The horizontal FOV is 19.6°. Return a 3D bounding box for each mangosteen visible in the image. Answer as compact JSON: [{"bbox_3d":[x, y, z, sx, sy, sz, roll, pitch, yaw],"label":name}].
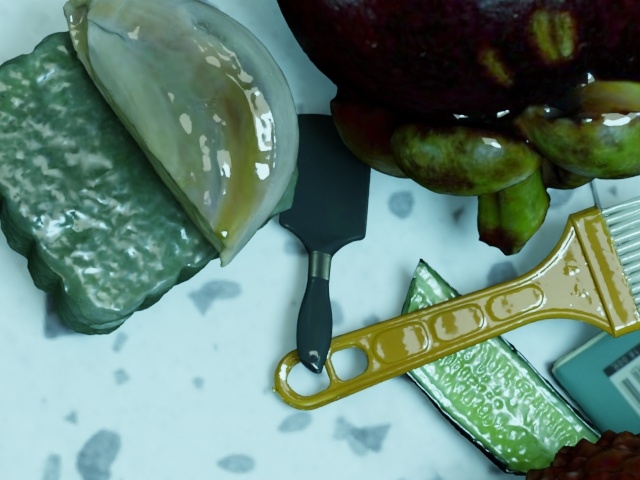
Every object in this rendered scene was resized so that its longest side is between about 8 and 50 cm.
[{"bbox_3d":[0.116,-0.163,1.198,0.307,0.307,0.347,-4,89,-14],"label":"mangosteen"}]

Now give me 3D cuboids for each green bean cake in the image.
[{"bbox_3d":[-0.131,-0.053,1.224,0.185,0.094,0.183,-36,88,-18],"label":"green bean cake"}]

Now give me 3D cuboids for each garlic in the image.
[{"bbox_3d":[-0.074,-0.091,1.165,0.101,0.087,0.195,-33,90,-10],"label":"garlic"}]

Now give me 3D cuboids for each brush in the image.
[{"bbox_3d":[0.115,0.048,1.247,0.314,0.017,0.090,-20,81,2],"label":"brush"},{"bbox_3d":[0.000,0.000,1.269,0.063,0.016,0.193,8,63,-7],"label":"brush"}]

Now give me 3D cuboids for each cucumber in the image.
[{"bbox_3d":[0.124,0.114,1.277,0.220,0.046,0.070,43,75,0],"label":"cucumber"}]

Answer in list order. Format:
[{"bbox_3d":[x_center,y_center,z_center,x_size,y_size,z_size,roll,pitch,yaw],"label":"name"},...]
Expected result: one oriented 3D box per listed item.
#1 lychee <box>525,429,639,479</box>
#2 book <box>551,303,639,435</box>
[{"bbox_3d":[0.221,0.255,1.170,0.264,0.300,0.264,-11,43,10],"label":"lychee"},{"bbox_3d":[0.374,0.160,1.263,0.264,0.031,0.379,-38,90,17],"label":"book"}]
